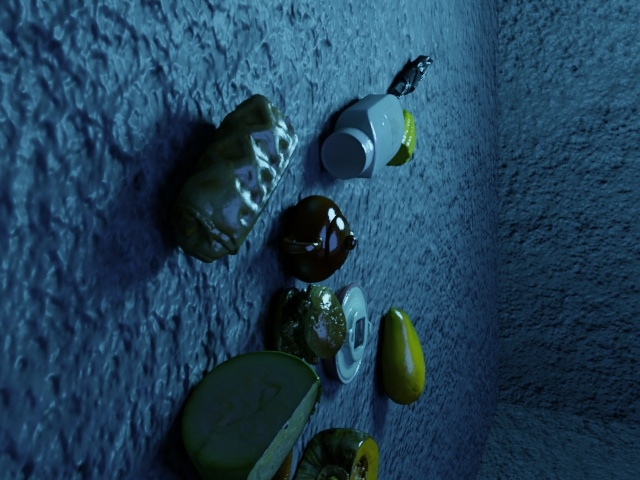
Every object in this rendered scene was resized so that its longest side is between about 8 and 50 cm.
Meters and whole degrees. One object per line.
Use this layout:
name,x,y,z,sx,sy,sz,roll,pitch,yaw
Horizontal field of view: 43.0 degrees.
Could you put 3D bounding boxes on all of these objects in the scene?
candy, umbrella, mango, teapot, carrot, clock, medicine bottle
candy,0.203,-0.279,2.115,0.198,0.094,0.106,-68,148,-48
umbrella,0.244,-0.441,2.222,0.066,0.059,0.235,-46,-175,43
mango,0.231,0.336,2.315,0.176,0.119,0.316,-30,114,-61
teapot,0.000,0.000,1.611,0.252,0.135,0.178,-16,107,-68
carrot,-0.082,0.436,1.619,0.066,0.062,0.271,-113,-163,-59
clock,0.071,0.222,1.950,0.244,0.056,0.244,6,90,-68
medicine bottle,0.101,-0.230,1.843,0.296,0.111,0.161,-49,138,-59

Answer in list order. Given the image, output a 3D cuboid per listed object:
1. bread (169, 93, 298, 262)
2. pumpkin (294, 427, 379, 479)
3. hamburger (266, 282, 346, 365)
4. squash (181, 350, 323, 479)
bread,-0.138,-0.087,1.248,0.152,0.130,0.267,77,29,-48
pumpkin,0.030,0.557,1.821,0.280,0.139,0.190,-62,149,-41
hamburger,-0.027,0.162,1.586,0.185,0.131,0.159,-4,95,-64
squash,-0.094,0.365,1.368,0.233,0.210,0.308,-51,138,-35
